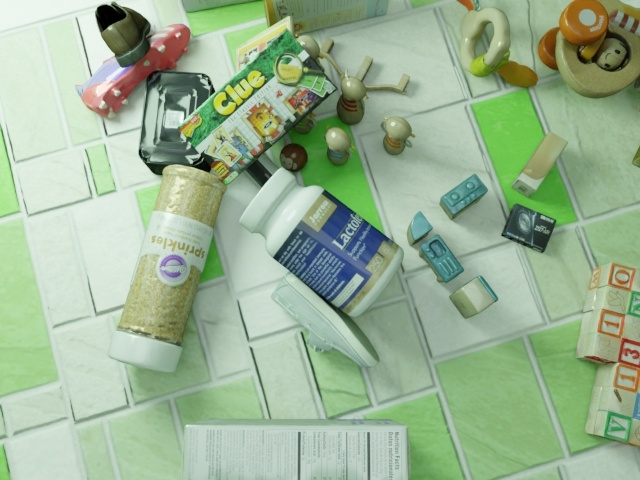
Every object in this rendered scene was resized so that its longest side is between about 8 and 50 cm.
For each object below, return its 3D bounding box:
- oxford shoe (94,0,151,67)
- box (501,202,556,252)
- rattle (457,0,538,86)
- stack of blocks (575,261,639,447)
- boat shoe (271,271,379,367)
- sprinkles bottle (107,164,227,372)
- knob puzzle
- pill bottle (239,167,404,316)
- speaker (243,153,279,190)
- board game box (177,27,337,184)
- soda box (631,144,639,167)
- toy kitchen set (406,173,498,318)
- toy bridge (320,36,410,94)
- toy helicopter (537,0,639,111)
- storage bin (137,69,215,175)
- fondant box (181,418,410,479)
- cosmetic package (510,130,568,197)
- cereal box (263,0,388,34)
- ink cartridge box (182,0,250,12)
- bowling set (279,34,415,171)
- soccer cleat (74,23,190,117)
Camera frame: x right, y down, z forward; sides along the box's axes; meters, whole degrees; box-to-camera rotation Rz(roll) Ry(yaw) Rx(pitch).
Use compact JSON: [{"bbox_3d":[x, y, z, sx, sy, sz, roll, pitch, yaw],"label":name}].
[{"bbox_3d":[-0.369,-0.405,1.274,0.083,0.227,0.096,-33,126,1],"label":"oxford shoe"},{"bbox_3d":[0.390,-0.023,1.289,0.083,0.018,0.067,24,80,5],"label":"box"},{"bbox_3d":[0.343,-0.405,1.340,0.143,0.130,0.199,-1,52,-11],"label":"rattle"},{"bbox_3d":[0.549,0.206,1.211,0.171,0.087,0.297,15,80,3],"label":"stack of blocks"},{"bbox_3d":[0.005,0.155,1.233,0.227,0.079,0.081,44,100,7],"label":"boat shoe"},{"bbox_3d":[-0.269,0.049,1.222,0.121,0.121,0.355,13,79,2],"label":"sprinkles bottle"},{"bbox_3d":[-0.112,-0.293,1.266,0.030,0.213,0.213,6,76,-41],"label":"knob puzzle"},{"bbox_3d":[0.000,0.000,1.200,0.265,0.153,0.153,37,81,-2],"label":"pill bottle"},{"bbox_3d":[-0.120,-0.140,1.293,0.055,0.055,0.136,-41,82,-7],"label":"speaker"},{"bbox_3d":[-0.111,-0.230,1.202,0.260,0.030,0.136,-40,92,11],"label":"board game box"},{"bbox_3d":[0.663,-0.217,1.306,0.058,0.061,0.181,29,81,5],"label":"soda box"},{"bbox_3d":[0.273,0.006,1.231,0.166,0.122,0.207,-34,81,-6],"label":"toy kitchen set"},{"bbox_3d":[0.083,-0.328,1.344,0.188,0.026,0.063,27,83,5],"label":"toy bridge"},{"bbox_3d":[0.612,-0.388,1.304,0.355,0.140,0.235,-34,83,-9],"label":"toy helicopter"},{"bbox_3d":[-0.265,-0.217,1.292,0.122,0.084,0.180,4,78,0],"label":"storage bin"},{"bbox_3d":[-0.036,0.337,1.108,0.331,0.238,0.096,1,78,0],"label":"fondant box"},{"bbox_3d":[0.410,-0.142,1.292,0.041,0.060,0.115,34,79,6],"label":"cosmetic package"},{"bbox_3d":[0.013,-0.460,1.295,0.240,0.173,0.047,-14,78,-4],"label":"cereal box"},{"bbox_3d":[-0.233,-0.625,1.348,0.272,0.130,0.309,-10,79,0],"label":"ink cartridge box"},{"bbox_3d":[0.013,-0.208,1.255,0.287,0.154,0.199,37,81,7],"label":"bowling set"},{"bbox_3d":[-0.359,-0.342,1.321,0.095,0.083,0.248,42,82,17],"label":"soccer cleat"}]
